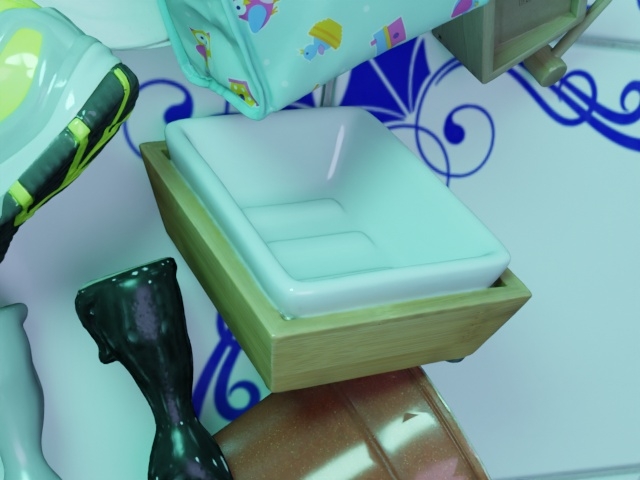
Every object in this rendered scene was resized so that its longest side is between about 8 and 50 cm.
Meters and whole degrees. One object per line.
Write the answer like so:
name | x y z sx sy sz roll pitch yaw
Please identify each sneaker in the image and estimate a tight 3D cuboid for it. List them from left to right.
sneaker | -0.306 -0.029 0.862 0.384 0.145 0.147 -44 93 10

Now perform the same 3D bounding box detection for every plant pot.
plant pot | -0.005 0.245 1.051 0.265 0.272 0.272 -29 115 -9

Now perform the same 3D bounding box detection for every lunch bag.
lunch bag | -0.025 -0.256 0.835 0.223 0.160 0.262 -30 121 -17

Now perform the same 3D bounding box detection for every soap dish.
soap dish | 0.000 0.000 0.972 0.228 0.291 0.118 -8 125 -27

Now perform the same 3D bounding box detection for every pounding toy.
pounding toy | 0.199 -0.236 1.109 0.181 0.094 0.206 -33 153 -11

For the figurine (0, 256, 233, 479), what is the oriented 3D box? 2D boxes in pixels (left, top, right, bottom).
figurine | -0.193 0.143 0.942 0.214 0.092 0.210 -17 92 1

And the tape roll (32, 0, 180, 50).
tape roll | -0.174 -0.291 0.894 0.286 0.100 0.286 -8 107 -27
